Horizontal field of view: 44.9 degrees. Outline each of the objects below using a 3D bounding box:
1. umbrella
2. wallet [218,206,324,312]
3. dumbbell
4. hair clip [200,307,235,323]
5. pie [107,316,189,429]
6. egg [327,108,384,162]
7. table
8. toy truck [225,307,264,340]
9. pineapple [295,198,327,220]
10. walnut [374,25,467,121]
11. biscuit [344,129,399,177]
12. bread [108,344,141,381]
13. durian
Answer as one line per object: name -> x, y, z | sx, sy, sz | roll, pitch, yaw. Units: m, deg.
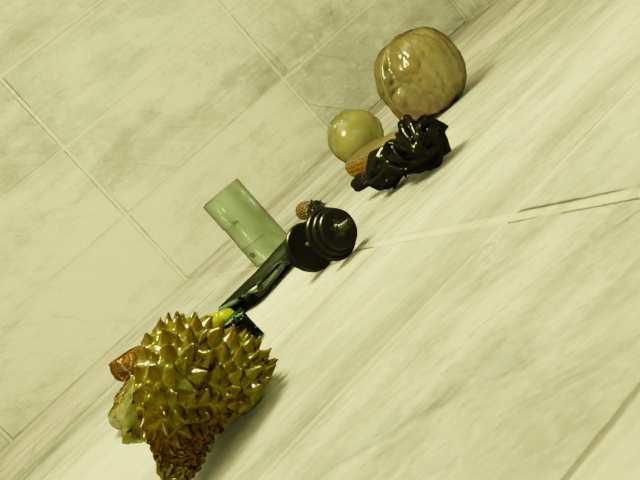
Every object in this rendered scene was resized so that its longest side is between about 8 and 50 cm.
umbrella -> 0.139, -0.156, 1.538 | 0.118, 0.118, 0.340 | -45, 7, -22
wallet -> -0.095, 0.048, 1.751 | 0.318, 0.045, 0.172 | -49, 8, -39
dumbbell -> 0.000, 0.000, 1.377 | 0.099, 0.099, 0.208 | -47, 9, -33
hair clip -> -0.239, 0.184, 1.685 | 0.072, 0.046, 0.173 | -19, -10, -39
pie -> -0.338, 0.269, 1.591 | 0.274, 0.055, 0.274 | -46, 13, 14
egg -> 0.101, -0.308, 2.275 | 0.164, 0.164, 0.201 | -36, 5, 32
table -> -0.200, -0.048, 2.111 | 0.126, 0.220, 0.126 | -39, 10, 8
toy truck -> -0.167, 0.185, 1.303 | 0.147, 0.065, 0.079 | -46, 7, -28
pineapple -> -0.024, -0.083, 2.094 | 0.058, 0.058, 0.124 | -44, 15, -17
walnut -> 0.253, -0.429, 1.997 | 0.248, 0.248, 0.248 | -40, 8, 7
biscuit -> 0.145, -0.219, 1.984 | 0.094, 0.054, 0.378 | -43, 9, -9
bread -> -0.504, 0.331, 2.050 | 0.104, 0.076, 0.233 | -30, 0, -6
durian -> -0.159, 0.192, 0.982 | 0.306, 0.172, 0.167 | -79, 14, -64
